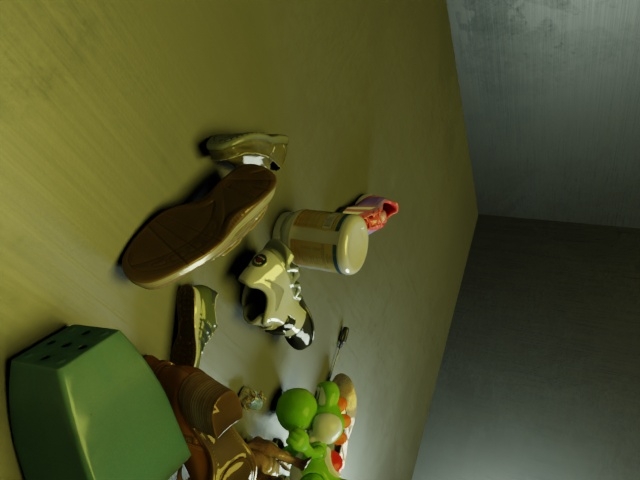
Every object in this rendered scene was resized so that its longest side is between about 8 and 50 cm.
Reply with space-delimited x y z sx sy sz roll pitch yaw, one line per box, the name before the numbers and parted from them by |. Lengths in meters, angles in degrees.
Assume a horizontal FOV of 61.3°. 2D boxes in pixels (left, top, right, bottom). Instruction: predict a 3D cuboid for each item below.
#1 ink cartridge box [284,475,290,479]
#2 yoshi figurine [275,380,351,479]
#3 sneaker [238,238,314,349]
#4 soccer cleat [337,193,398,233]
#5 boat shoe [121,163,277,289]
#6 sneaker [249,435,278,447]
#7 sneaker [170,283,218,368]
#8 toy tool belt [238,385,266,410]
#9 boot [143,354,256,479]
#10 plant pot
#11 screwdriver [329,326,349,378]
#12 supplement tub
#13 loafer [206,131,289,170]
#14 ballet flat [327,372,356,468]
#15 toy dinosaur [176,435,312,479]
ink cartridge box | -0.010 0.731 1.469 0.082 0.190 0.140 -62 146 -33
yoshi figurine | -0.051 0.531 1.365 0.203 0.203 0.363 32 61 -45
sneaker | -0.112 0.159 1.234 0.146 0.122 0.331 -41 136 -28
soccer cleat | 0.134 -0.061 1.637 0.318 0.116 0.109 -41 131 -54
boat shoe | -0.202 -0.010 0.977 0.341 0.121 0.110 -41 158 -36
sneaker | -0.135 0.555 1.281 0.153 0.094 0.235 -50 129 -34
sneaker | -0.230 0.179 1.031 0.086 0.064 0.192 5 89 -58
toy tool belt | -0.152 0.372 1.252 0.052 0.051 0.083 -69 151 -25
boot | -0.227 0.340 0.914 0.109 0.220 0.284 -28 119 -46
plant pot | -0.324 0.249 0.765 0.165 0.165 0.235 -38 124 -55
screwdriver | 0.053 0.352 1.700 0.170 0.025 0.024 -66 151 -13
supplement tub | 0.000 0.000 1.295 0.144 0.199 0.145 -26 120 -58
loafer | -0.136 -0.173 1.100 0.251 0.094 0.088 -19 109 -61
ballet flat | 0.042 0.566 1.634 0.106 0.107 0.316 -2 97 -56
toy dinosaur | -0.149 0.470 1.130 0.127 0.200 0.295 -67 159 7
